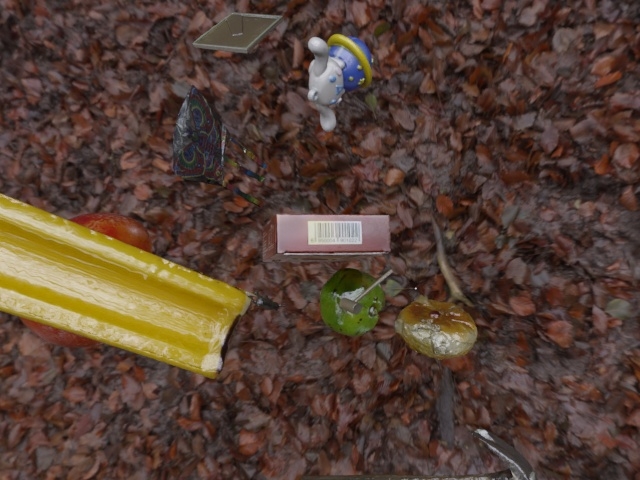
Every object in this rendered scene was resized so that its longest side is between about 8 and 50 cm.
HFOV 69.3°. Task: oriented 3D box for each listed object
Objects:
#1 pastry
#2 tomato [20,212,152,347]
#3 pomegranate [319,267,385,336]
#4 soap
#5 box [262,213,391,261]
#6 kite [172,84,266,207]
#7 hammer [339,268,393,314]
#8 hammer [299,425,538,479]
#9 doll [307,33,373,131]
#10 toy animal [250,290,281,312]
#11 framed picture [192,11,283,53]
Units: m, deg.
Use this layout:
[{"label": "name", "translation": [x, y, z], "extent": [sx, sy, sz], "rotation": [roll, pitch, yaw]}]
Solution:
[{"label": "pastry", "translation": [0.363, 0.263, 1.440], "extent": [0.256, 0.235, 0.121], "rotation": [22, 118, 44]}, {"label": "tomato", "translation": [-0.535, 0.063, 0.999], "extent": [0.338, 0.144, 0.339], "rotation": [-9, 61, 17]}, {"label": "pomegranate", "translation": [0.088, 0.201, 1.607], "extent": [0.235, 0.301, 0.236], "rotation": [-6, 103, -26]}, {"label": "soap", "translation": [-0.249, 0.040, 0.486], "extent": [0.324, 0.204, 0.096], "rotation": [25, 77, -19]}, {"label": "box", "translation": [0.000, 0.000, 1.511], "extent": [0.344, 0.385, 0.122], "rotation": [0, 84, -13]}, {"label": "kite", "translation": [-0.172, -0.145, 0.841], "extent": [0.015, 0.285, 0.152], "rotation": [4, 77, 24]}, {"label": "hammer", "translation": [0.081, 0.080, 0.753], "extent": [0.110, 0.035, 0.019], "rotation": [-35, 118, -26]}, {"label": "hammer", "translation": [0.093, 0.282, 0.524], "extent": [0.297, 0.027, 0.125], "rotation": [-21, 86, 32]}, {"label": "doll", "translation": [0.032, -0.501, 1.316], "extent": [0.242, 0.311, 0.160], "rotation": [-40, 66, -1]}, {"label": "toy animal", "translation": [-0.187, 0.225, 1.646], "extent": [0.065, 0.135, 0.047], "rotation": [27, 86, 39]}, {"label": "framed picture", "translation": [-0.256, -0.659, 1.458], "extent": [0.192, 0.018, 0.266], "rotation": [14, 48, 16]}]
